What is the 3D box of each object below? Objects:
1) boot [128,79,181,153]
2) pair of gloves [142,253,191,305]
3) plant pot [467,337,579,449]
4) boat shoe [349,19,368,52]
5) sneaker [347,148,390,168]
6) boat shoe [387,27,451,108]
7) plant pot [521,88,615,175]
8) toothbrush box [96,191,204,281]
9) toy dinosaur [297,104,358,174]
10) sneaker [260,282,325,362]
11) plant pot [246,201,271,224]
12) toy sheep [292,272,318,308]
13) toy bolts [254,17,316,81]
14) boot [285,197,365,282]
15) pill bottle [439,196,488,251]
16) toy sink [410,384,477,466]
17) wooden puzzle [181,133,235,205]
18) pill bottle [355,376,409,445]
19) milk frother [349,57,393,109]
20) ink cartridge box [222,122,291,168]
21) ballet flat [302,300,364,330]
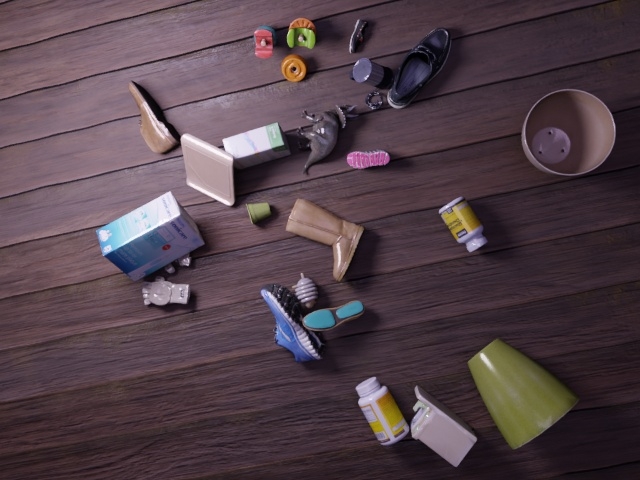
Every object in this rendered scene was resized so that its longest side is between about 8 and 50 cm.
[{"bbox_3d":[-0.665,-0.471,1.986,0.115,0.112,0.305,-34,86,14],"label":"boot"},{"bbox_3d":[-0.583,0.126,1.964,0.204,0.042,0.240,-5,80,12],"label":"pair of gloves"},{"bbox_3d":[0.640,0.483,1.723,0.275,0.275,0.293,-40,67,3],"label":"plant pot"},{"bbox_3d":[0.143,-0.761,1.937,0.042,0.049,0.133,18,84,15],"label":"boat shoe"},{"bbox_3d":[0.183,-0.301,1.903,0.170,0.075,0.063,0,105,28],"label":"sneaker"},{"bbox_3d":[0.362,-0.638,1.874,0.127,0.113,0.340,41,91,7],"label":"boat shoe"},{"bbox_3d":[0.814,-0.346,1.768,0.284,0.191,0.284,0,87,6],"label":"plant pot"},{"bbox_3d":[-0.603,-0.010,1.860,0.296,0.216,0.126,-29,58,-5],"label":"toothbrush box"},{"bbox_3d":[0.003,-0.386,1.896,0.160,0.121,0.313,21,85,20],"label":"toy dinosaur"},{"bbox_3d":[-0.125,0.305,1.843,0.147,0.130,0.330,-28,99,21],"label":"sneaker"},{"bbox_3d":[-0.227,-0.108,1.929,0.079,0.083,0.083,-17,85,-7],"label":"plant pot"},{"bbox_3d":[-0.053,0.183,1.885,0.091,0.091,0.132,-19,85,5],"label":"toy sheep"},{"bbox_3d":[-0.137,-0.731,1.951,0.229,0.158,0.218,6,128,-3],"label":"toy bolts"},{"bbox_3d":[0.000,0.000,1.893,0.270,0.089,0.236,21,79,7],"label":"boot"},{"bbox_3d":[0.507,-0.055,1.827,0.103,0.103,0.184,-32,83,3],"label":"pill bottle"},{"bbox_3d":[0.391,0.633,1.774,0.234,0.153,0.131,37,91,6],"label":"toy sink"},{"bbox_3d":[-0.403,-0.258,1.895,0.221,0.238,0.044,27,50,13],"label":"wooden puzzle"},{"bbox_3d":[0.211,0.593,1.813,0.117,0.117,0.215,-29,84,4],"label":"pill bottle"},{"bbox_3d":[0.181,-0.564,1.876,0.129,0.135,0.143,-19,77,43],"label":"milk frother"},{"bbox_3d":[-0.231,-0.342,1.900,0.213,0.154,0.093,-18,85,5],"label":"ink cartridge box"},{"bbox_3d":[0.048,0.279,1.845,0.232,0.073,0.080,-13,63,-13],"label":"ballet flat"}]
